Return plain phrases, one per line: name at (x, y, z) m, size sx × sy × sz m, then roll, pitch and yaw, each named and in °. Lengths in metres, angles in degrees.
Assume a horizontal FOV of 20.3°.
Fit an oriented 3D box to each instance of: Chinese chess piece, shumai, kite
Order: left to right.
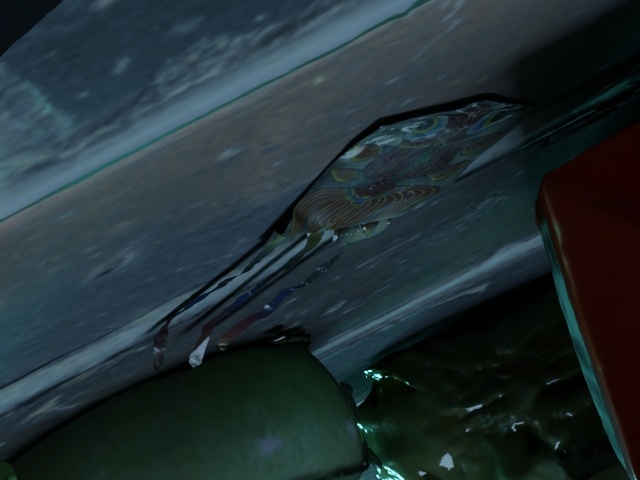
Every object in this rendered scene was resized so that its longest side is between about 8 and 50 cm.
Chinese chess piece at (-0.082, 0.146, 1.056) m, size 0.238 × 0.092 × 0.238 m, roll -26°, pitch 164°, yaw -8°
kite at (-0.001, -0.003, 0.849) m, size 0.229 × 0.016 × 0.127 m, roll -40°, pitch 158°, yaw 31°
shumai at (0.165, 0.146, 1.266) m, size 0.256 × 0.218 × 0.189 m, roll -25°, pitch 156°, yaw -11°

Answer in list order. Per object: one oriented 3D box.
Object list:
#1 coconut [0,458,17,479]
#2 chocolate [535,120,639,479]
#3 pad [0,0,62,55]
coconut at (-0.189, 0.126, 0.833) m, size 0.082 × 0.081 × 0.083 m, roll -66°, pitch -174°, yaw -23°
chocolate at (0.270, -0.023, 0.867) m, size 0.341 × 0.161 × 0.360 m, roll -28°, pitch 175°, yaw 5°
pad at (-0.131, -0.047, 0.481) m, size 0.157 × 0.003 × 0.112 m, roll -35°, pitch 164°, yaw 28°
